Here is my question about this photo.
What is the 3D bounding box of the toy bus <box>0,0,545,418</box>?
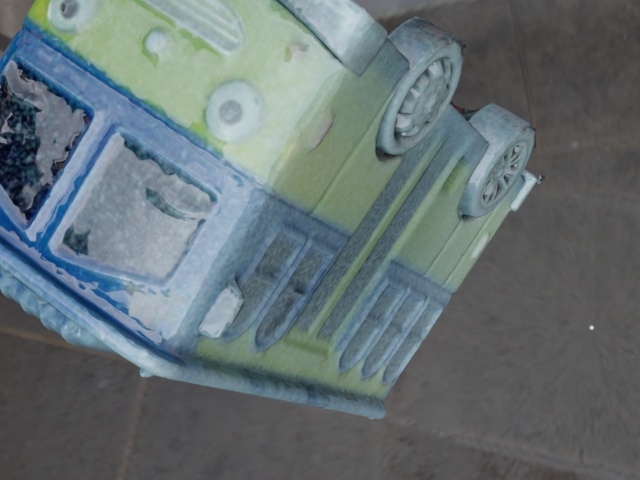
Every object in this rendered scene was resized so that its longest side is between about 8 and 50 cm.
[{"bbox_3d":[-0.025,-0.029,0.700,0.152,0.312,0.190,35,93,21],"label":"toy bus"}]
